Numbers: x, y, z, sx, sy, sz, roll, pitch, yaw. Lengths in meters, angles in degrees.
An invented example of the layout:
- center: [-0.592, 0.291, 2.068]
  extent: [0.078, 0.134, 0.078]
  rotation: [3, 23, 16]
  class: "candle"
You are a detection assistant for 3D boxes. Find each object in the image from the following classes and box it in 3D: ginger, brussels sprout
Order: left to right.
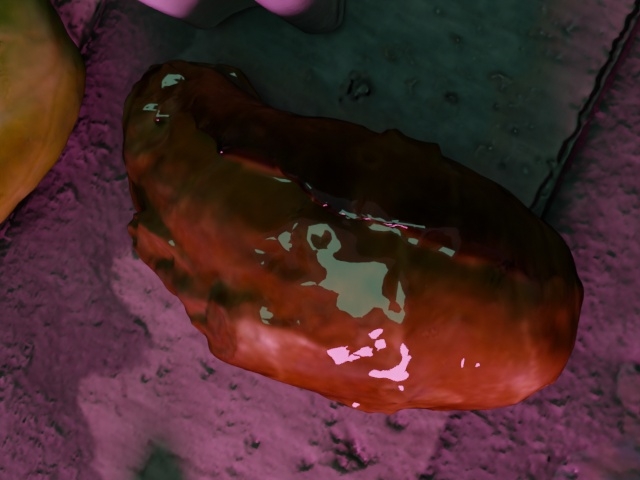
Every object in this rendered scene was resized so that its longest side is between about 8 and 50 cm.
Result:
- center: [-0.253, -0.105, 0.821]
  extent: [0.223, 0.161, 0.223]
  rotation: [1, 93, 19]
  class: "brussels sprout"
- center: [0.000, 0.000, 0.768]
  extent: [0.321, 0.172, 0.165]
  rotation: [31, 134, 10]
  class: "ginger"

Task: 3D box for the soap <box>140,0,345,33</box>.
- center: [-0.064, -0.234, 0.686]
  extent: [0.115, 0.347, 0.208]
  rotation: [2, 91, 11]
  class: "soap"
